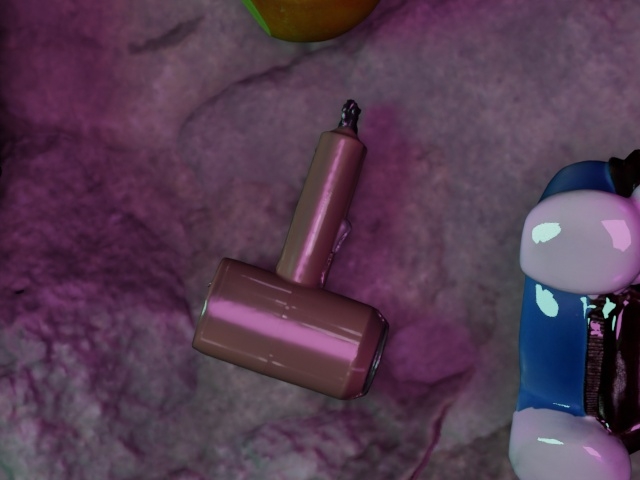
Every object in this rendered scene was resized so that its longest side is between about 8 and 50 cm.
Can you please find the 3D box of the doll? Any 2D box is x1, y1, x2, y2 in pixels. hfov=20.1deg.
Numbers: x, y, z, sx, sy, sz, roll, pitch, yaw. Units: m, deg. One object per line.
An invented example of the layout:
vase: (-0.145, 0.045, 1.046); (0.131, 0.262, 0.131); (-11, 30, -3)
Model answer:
doll: (0.278, 0.046, 1.038); (0.310, 0.240, 0.284); (7, 129, 14)

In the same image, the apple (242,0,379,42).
apple: (-0.010, -0.179, 1.106); (0.099, 0.102, 0.114); (-34, 87, 1)

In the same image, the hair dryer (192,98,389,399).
hair dryer: (0.000, 0.000, 1.124); (0.117, 0.064, 0.181); (18, 83, 0)
